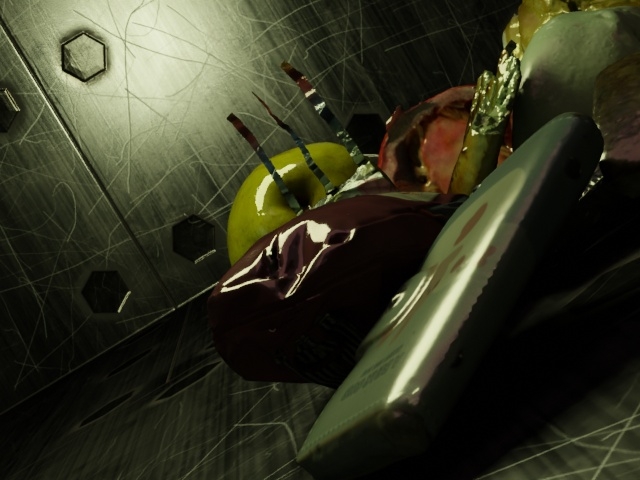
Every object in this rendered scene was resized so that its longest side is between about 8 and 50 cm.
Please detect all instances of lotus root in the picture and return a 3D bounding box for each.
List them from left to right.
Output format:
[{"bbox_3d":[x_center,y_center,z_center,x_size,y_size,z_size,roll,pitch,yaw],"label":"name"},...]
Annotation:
[{"bbox_3d":[0.378,-0.114,1.400,0.142,0.210,0.314,-41,13,30],"label":"lotus root"}]

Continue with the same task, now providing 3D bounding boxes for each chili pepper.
[{"bbox_3d":[0.211,-0.107,2.218,0.251,0.229,0.305,-34,-5,-2],"label":"chili pepper"}]

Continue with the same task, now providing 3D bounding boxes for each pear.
[{"bbox_3d":[0.000,0.000,1.999,0.253,0.253,0.307,-32,-29,-6],"label":"pear"}]

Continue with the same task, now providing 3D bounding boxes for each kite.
[{"bbox_3d":[0.025,-0.051,1.797,0.204,0.360,0.022,-40,-12,35],"label":"kite"}]

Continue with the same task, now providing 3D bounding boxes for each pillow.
[{"bbox_3d":[0.282,-0.030,1.548,0.208,0.055,0.141,-41,-20,-11],"label":"pillow"}]

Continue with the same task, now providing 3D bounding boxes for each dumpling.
[{"bbox_3d":[0.365,-0.164,1.770,0.270,0.321,0.212,9,-16,1],"label":"dumpling"}]

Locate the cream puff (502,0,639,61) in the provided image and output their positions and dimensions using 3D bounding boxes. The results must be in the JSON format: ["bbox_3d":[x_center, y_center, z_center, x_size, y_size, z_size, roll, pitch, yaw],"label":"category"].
[{"bbox_3d":[0.487,-0.358,2.530,0.378,0.276,0.378,-28,4,2],"label":"cream puff"}]

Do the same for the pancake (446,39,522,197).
[{"bbox_3d":[0.177,-0.088,1.832,0.066,0.305,0.427,13,-1,2],"label":"pancake"}]

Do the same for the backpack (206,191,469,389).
[{"bbox_3d":[0.027,0.058,1.525,0.283,0.197,0.317,-26,-4,24],"label":"backpack"}]

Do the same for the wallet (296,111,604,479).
[{"bbox_3d":[0.114,0.063,1.290,0.360,0.083,0.252,-54,5,-31],"label":"wallet"}]
